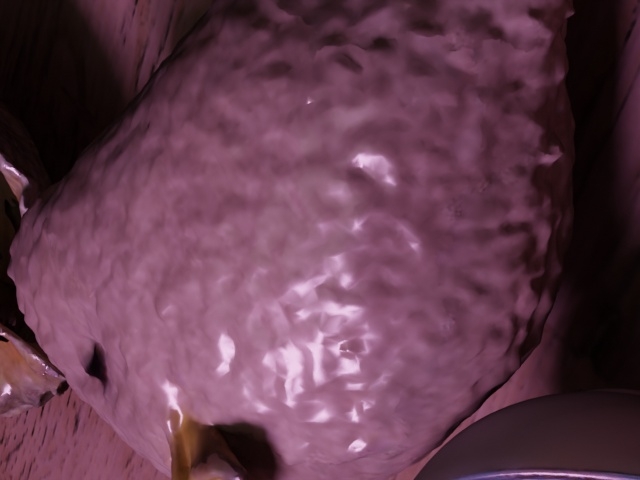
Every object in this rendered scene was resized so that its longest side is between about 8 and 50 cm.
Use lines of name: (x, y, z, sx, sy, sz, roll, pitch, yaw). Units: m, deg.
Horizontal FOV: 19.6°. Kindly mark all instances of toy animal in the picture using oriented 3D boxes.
toy animal: (0.004, -0.003, 0.857, 0.358, 0.188, 0.226, -44, 67, 40)

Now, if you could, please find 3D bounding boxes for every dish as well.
dish: (0.144, 0.131, 0.829, 0.228, 0.086, 0.236, 38, 141, -24)

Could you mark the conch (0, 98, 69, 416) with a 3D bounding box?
conch: (-0.255, 0.002, 1.150, 0.352, 0.210, 0.297, 1, 108, 25)
